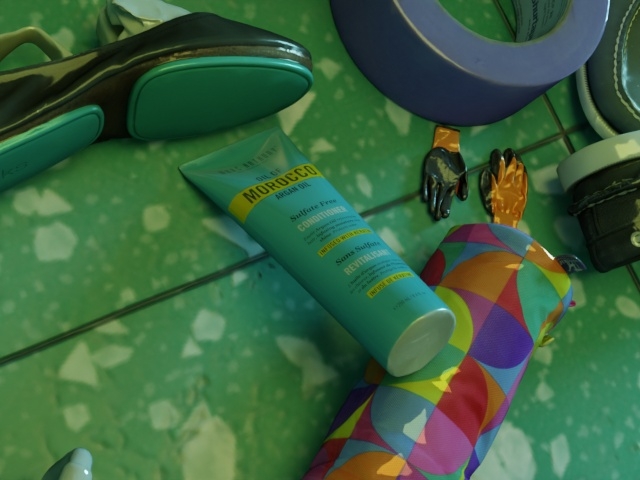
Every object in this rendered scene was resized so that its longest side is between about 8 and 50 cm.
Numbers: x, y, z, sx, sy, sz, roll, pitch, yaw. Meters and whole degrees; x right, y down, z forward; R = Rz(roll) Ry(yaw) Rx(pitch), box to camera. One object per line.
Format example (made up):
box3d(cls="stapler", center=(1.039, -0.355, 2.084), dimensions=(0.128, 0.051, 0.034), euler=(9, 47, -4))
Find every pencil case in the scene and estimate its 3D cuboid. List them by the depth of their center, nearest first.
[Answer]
box3d(cls="pencil case", center=(0.080, 0.095, 0.922), dimensions=(0.104, 0.104, 0.236), euler=(40, 63, -8))

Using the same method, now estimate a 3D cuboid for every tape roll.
box3d(cls="tape roll", center=(0.106, -0.182, 1.035), dimensions=(0.189, 0.080, 0.189), euler=(8, 70, -21))

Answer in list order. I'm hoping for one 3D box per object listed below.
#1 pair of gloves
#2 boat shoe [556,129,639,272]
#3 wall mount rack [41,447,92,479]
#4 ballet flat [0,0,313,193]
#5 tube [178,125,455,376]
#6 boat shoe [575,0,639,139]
box3d(cls="pair of gloves", center=(0.111, -0.041, 1.029), dimensions=(0.083, 0.010, 0.074), euler=(17, 67, -18))
box3d(cls="boat shoe", center=(0.319, -0.038, 1.072), dimensions=(0.302, 0.114, 0.091), euler=(-10, 77, -15))
box3d(cls="wall mount rack", center=(-0.097, 0.289, 0.757), dimensions=(0.350, 0.130, 0.304), euler=(25, 65, -14))
box3d(cls="ballet flat", center=(-0.138, -0.102, 0.893), dimensions=(0.280, 0.095, 0.096), euler=(-19, 70, -28))
box3d(cls="tube", center=(0.000, 0.000, 0.909), dimensions=(0.080, 0.052, 0.207), euler=(-21, 50, -32))
box3d(cls="boat shoe", center=(0.298, -0.203, 1.117), dimensions=(0.116, 0.099, 0.319), euler=(39, 62, -8))
